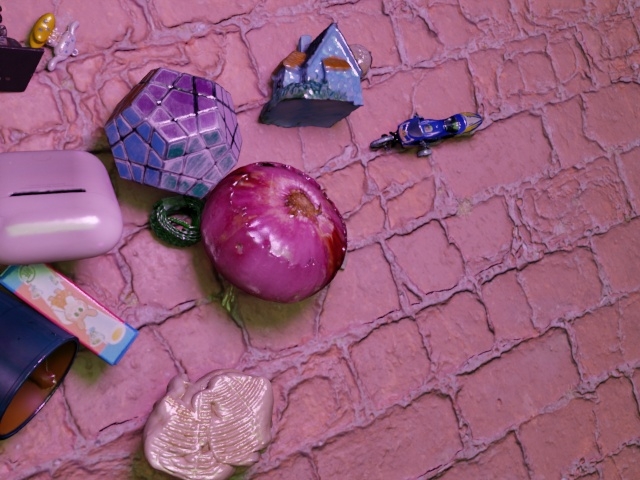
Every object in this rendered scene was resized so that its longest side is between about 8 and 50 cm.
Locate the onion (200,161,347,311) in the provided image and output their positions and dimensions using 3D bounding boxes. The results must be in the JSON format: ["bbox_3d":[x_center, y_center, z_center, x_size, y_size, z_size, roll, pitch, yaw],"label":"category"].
[{"bbox_3d":[-0.121,-0.016,1.712,0.358,0.345,0.358,10,73,-35],"label":"onion"}]

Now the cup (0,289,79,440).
[{"bbox_3d":[-0.695,0.238,1.468,0.292,0.308,0.242,33,45,3],"label":"cup"}]

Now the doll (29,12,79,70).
[{"bbox_3d":[-0.628,-0.466,1.686,0.113,0.071,0.135,5,88,-40],"label":"doll"}]

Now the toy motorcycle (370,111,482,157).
[{"bbox_3d":[0.296,-0.302,1.981,0.315,0.169,0.113,-14,88,-22],"label":"toy motorcycle"}]

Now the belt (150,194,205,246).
[{"bbox_3d":[-0.344,-0.048,1.743,0.151,0.079,0.121,13,69,-32],"label":"belt"}]

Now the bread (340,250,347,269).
[{"bbox_3d":[-0.002,-0.005,1.896,0.193,0.036,0.112,23,75,-19],"label":"bread"}]

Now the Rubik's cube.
[{"bbox_3d":[-0.333,-0.246,1.648,0.264,0.319,0.319,-35,99,-51],"label":"Rubik's cube"}]

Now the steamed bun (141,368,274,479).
[{"bbox_3d":[-0.259,0.432,1.657,0.276,0.203,0.289,27,61,-8],"label":"steamed bun"}]

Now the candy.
[{"bbox_3d":[-0.556,0.150,1.585,0.306,0.157,0.100,41,71,-12],"label":"candy"}]

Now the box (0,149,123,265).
[{"bbox_3d":[-0.583,-0.080,1.520,0.288,0.349,0.141,-4,124,-24],"label":"box"}]

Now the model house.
[{"bbox_3d":[-0.029,-0.430,1.811,0.225,0.261,0.241,1,84,-23],"label":"model house"}]

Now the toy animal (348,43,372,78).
[{"bbox_3d":[0.084,-0.480,1.971,0.098,0.137,0.098,38,31,-28],"label":"toy animal"}]

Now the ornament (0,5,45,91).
[{"bbox_3d":[-0.741,-0.453,1.600,0.153,0.166,0.196,-6,66,-44],"label":"ornament"}]
